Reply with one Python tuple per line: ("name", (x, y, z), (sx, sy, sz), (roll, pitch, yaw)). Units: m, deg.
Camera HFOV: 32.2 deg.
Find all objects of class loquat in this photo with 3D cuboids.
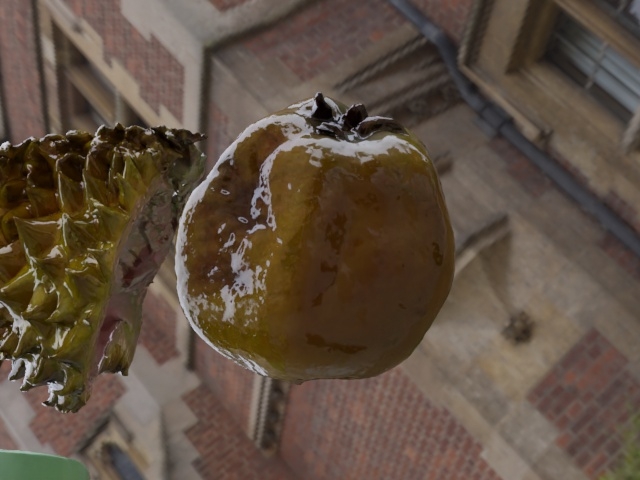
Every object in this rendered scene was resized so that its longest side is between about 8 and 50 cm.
("loquat", (0.000, 0.000, 0.515), (0.137, 0.137, 0.113), (-50, 3, 13))

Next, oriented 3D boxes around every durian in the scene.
("durian", (-0.217, 0.024, 0.795), (0.305, 0.196, 0.185), (122, 168, -59))

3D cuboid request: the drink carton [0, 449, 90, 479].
("drink carton", (-0.164, 0.185, 0.537), (0.144, 0.142, 0.146), (9, -35, -24))
